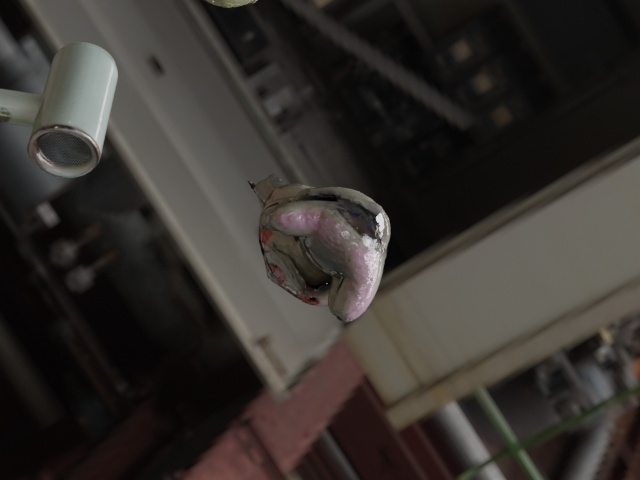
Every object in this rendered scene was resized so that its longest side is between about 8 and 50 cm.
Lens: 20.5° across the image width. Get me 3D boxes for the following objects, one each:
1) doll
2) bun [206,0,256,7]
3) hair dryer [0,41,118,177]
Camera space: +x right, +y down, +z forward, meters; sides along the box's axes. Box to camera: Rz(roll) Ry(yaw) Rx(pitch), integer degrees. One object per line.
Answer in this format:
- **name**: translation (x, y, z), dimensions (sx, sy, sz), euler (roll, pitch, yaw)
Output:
- **doll**: translation (0.000, 0.000, 1.571), dimensions (0.095, 0.149, 0.192), euler (-41, -172, -13)
- **bun**: translation (-0.116, -0.401, 2.032), dimensions (0.259, 0.259, 0.152), euler (-31, -173, 20)
- **hair dryer**: translation (-0.326, -0.141, 1.763), dimensions (0.073, 0.236, 0.131), euler (96, 0, -49)
